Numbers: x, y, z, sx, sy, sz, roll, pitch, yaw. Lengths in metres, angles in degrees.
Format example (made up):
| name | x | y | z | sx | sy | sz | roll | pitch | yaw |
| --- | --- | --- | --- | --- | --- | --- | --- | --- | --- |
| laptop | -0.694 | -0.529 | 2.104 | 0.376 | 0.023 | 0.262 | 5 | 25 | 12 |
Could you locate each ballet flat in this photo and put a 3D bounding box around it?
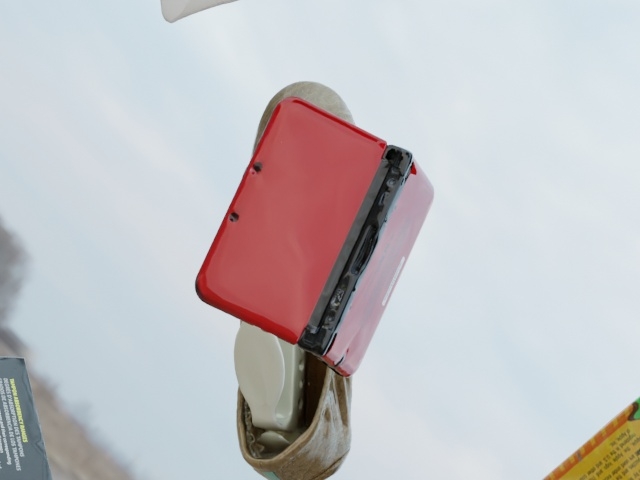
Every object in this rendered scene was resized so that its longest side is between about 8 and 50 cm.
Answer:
| name | x | y | z | sx | sy | sz | roll | pitch | yaw |
| --- | --- | --- | --- | --- | --- | --- | --- | --- | --- |
| ballet flat | -0.028 | 0.033 | 1.407 | 0.116 | 0.342 | 0.124 | 3 | -2 | 23 |

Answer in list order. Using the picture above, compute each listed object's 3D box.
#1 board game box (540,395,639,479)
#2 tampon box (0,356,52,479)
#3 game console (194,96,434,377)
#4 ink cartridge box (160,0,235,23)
| name | x | y | z | sx | sy | sz | roll | pitch | yaw |
| --- | --- | --- | --- | --- | --- | --- | --- | --- | --- |
| board game box | 0.314 | 0.347 | 1.172 | 0.356 | 0.356 | 0.356 | 47 | -4 | 45 |
| tampon box | -0.241 | 0.133 | 0.926 | 0.161 | 0.120 | 0.101 | 6 | 43 | -28 |
| game console | 0.000 | 0.000 | 1.111 | 0.085 | 0.144 | 0.124 | 22 | -9 | 21 |
| ink cartridge box | -0.015 | -0.332 | 1.256 | 0.207 | 0.353 | 0.119 | -12 | -16 | 34 |
